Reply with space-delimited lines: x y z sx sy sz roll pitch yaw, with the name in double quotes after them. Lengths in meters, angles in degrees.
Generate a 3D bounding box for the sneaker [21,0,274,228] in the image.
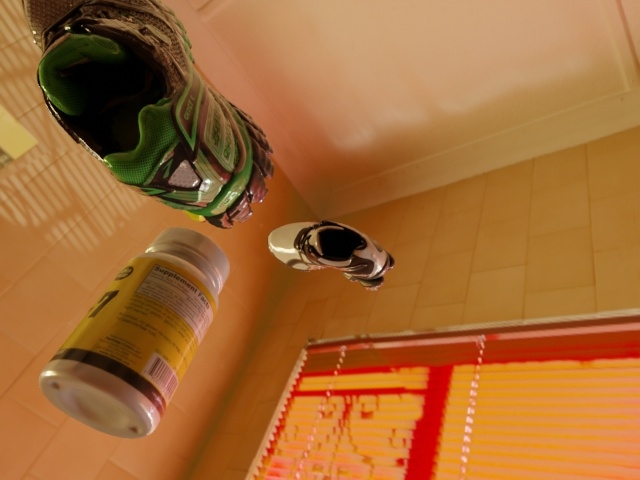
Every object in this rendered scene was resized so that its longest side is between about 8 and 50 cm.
-0.180 -0.160 0.411 0.343 0.134 0.146 45 8 24 "sneaker"

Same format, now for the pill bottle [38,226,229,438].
-0.184 0.089 0.502 0.119 0.209 0.119 10 -47 11 "pill bottle"

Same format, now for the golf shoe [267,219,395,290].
0.000 0.000 0.617 0.198 0.077 0.094 11 -23 32 "golf shoe"
